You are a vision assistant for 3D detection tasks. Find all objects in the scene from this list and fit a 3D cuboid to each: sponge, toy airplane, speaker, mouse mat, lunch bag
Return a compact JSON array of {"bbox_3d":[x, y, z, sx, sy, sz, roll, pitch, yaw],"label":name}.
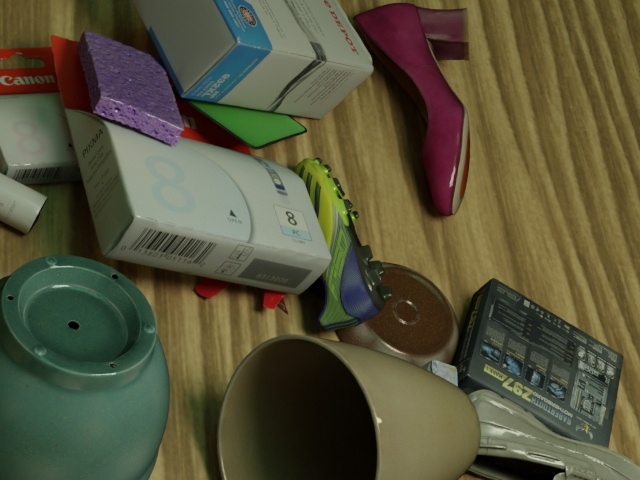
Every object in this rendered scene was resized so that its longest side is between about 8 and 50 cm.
[{"bbox_3d":[-0.247,-0.200,1.950,0.117,0.031,0.210,20,24,-25],"label":"sponge"},{"bbox_3d":[-0.097,0.044,1.996,0.151,0.028,0.151,15,49,-18],"label":"toy airplane"},{"bbox_3d":[-0.412,-0.061,1.887,0.136,0.055,0.055,27,47,-7],"label":"speaker"},{"bbox_3d":[-0.112,-0.182,2.115,0.153,0.007,0.190,36,22,13],"label":"mouse mat"},{"bbox_3d":[0.143,0.209,1.968,0.053,0.071,0.083,23,50,-28],"label":"lunch bag"}]

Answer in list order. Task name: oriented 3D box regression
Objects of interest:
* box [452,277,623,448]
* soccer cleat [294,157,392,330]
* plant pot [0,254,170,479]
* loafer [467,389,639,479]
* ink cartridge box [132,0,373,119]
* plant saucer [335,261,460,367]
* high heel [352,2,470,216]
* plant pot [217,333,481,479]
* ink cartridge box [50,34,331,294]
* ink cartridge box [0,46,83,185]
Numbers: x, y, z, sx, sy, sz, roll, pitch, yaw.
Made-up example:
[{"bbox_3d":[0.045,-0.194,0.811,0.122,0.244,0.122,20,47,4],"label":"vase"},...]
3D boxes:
[{"bbox_3d":[0.299,0.183,2.074,0.233,0.059,0.183,30,47,-11],"label":"box"},{"bbox_3d":[0.000,0.000,2.042,0.121,0.093,0.289,-28,50,6],"label":"soccer cleat"},{"bbox_3d":[-0.292,0.142,1.672,0.293,0.196,0.293,16,41,-14],"label":"plant pot"},{"bbox_3d":[0.307,0.311,1.964,0.319,0.112,0.111,25,52,1],"label":"loafer"},{"bbox_3d":[-0.099,-0.305,2.131,0.307,0.129,0.223,3,52,-52],"label":"ink cartridge box"},{"bbox_3d":[0.110,0.104,2.058,0.199,0.036,0.198,15,51,-19],"label":"plant saucer"},{"bbox_3d":[0.135,-0.198,2.284,0.181,0.127,0.377,-1,56,6],"label":"high heel"},{"bbox_3d":[0.062,0.236,1.813,0.274,0.256,0.256,1,54,-48],"label":"plant pot"},{"bbox_3d":[-0.173,-0.122,1.981,0.308,0.091,0.385,12,46,-38],"label":"ink cartridge box"},{"bbox_3d":[-0.367,-0.181,2.005,0.189,0.066,0.232,-7,63,-33],"label":"ink cartridge box"}]
